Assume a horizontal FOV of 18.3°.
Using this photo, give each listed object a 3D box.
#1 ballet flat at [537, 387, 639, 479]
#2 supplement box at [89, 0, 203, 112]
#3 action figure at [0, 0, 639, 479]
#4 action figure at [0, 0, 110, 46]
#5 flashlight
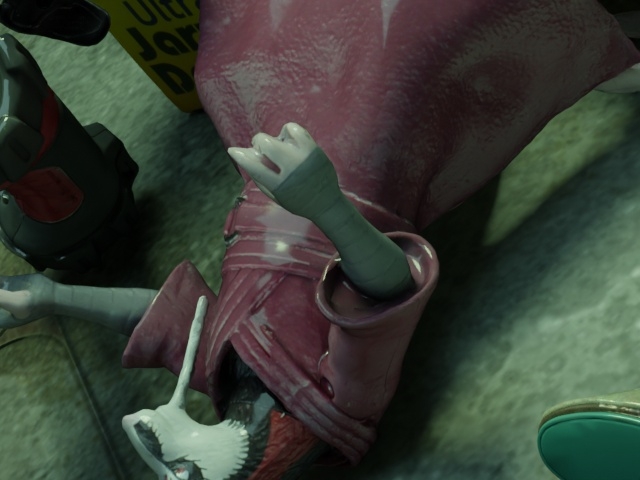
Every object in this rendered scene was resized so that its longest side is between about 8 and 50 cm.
[{"bbox_3d":[0.172,0.090,0.850,0.168,0.057,0.052,4,26,43],"label":"ballet flat"},{"bbox_3d":[-0.013,-0.288,1.335,0.194,0.195,0.356,-8,45,42],"label":"supplement box"},{"bbox_3d":[0.000,0.000,1.034,0.248,0.276,0.370,-1,69,50],"label":"action figure"},{"bbox_3d":[-0.175,-0.212,1.121,0.164,0.141,0.275,-42,34,-2],"label":"action figure"},{"bbox_3d":[-0.181,-0.042,1.153,0.103,0.304,0.103,-2,76,5],"label":"flashlight"}]
